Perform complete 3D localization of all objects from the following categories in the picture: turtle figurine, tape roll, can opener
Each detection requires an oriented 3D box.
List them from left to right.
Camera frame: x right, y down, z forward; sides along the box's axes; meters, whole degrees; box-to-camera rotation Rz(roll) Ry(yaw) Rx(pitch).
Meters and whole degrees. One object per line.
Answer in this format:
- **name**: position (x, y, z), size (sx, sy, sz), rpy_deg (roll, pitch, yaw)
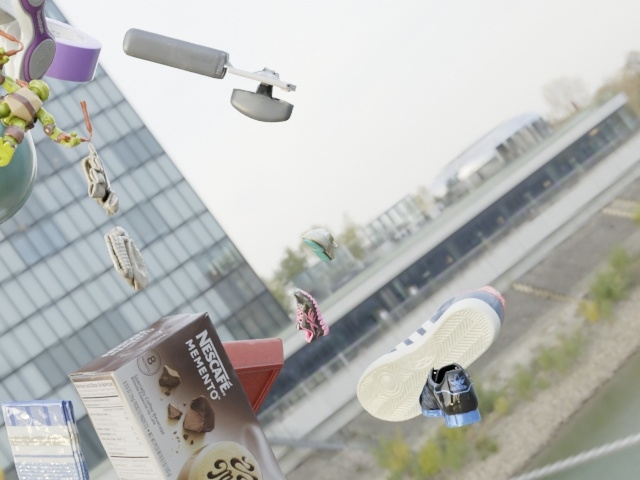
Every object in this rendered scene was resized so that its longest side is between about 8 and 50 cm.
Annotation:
- **turtle figurine**: position (-0.537, -0.234, 1.812), size (0.087, 0.269, 0.217), rpy_deg (-27, 20, 35)
- **tape roll**: position (-0.674, -0.475, 2.531), size (0.090, 0.274, 0.275), rpy_deg (-70, -14, 16)
- **can opener**: position (-0.177, -0.258, 1.658), size (0.076, 0.283, 0.095), rpy_deg (-83, 7, -83)

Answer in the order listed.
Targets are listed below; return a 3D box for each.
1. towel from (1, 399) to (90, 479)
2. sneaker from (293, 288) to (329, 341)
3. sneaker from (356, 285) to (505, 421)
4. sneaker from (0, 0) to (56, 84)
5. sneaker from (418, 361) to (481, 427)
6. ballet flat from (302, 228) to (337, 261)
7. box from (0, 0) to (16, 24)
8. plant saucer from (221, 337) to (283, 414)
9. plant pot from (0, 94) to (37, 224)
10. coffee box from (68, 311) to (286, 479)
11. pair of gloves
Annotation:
- **towel**: position (-0.640, 0.509, 2.465), size (0.209, 0.285, 0.034), rpy_deg (-7, 11, 26)
- **sneaker**: position (-0.029, 0.153, 2.088), size (0.057, 0.119, 0.047), rpy_deg (-35, 22, -20)
- **sneaker**: position (0.212, 0.206, 1.917), size (0.350, 0.131, 0.148), rpy_deg (-40, 1, 34)
- **sneaker**: position (-0.638, -0.452, 2.176), size (0.114, 0.152, 0.305), rpy_deg (-43, -33, -50)
- **sneaker**: position (0.208, 0.243, 1.708), size (0.081, 0.090, 0.232), rpy_deg (-12, 0, -9)
- **ballet flat**: position (0.000, 0.000, 2.224), size (0.168, 0.057, 0.052), rpy_deg (55, -123, -72)
- **box**: position (-0.641, -0.491, 1.821), size (0.126, 0.232, 0.148), rpy_deg (-15, -3, 3)
- **plant saucer**: position (-0.178, 0.297, 1.863), size (0.259, 0.047, 0.258), rpy_deg (6, -64, -60)
- **plant pot**: position (-0.677, -0.179, 1.956), size (0.293, 0.293, 0.196), rpy_deg (-35, -4, -25)
- **coffee box**: position (-0.178, 0.263, 1.372), size (0.168, 0.297, 0.119), rpy_deg (-31, 12, -40)
- **pair of gloves**: position (-0.345, -0.030, 1.765), size (0.042, 0.240, 0.204), rpy_deg (-20, -14, -6)
